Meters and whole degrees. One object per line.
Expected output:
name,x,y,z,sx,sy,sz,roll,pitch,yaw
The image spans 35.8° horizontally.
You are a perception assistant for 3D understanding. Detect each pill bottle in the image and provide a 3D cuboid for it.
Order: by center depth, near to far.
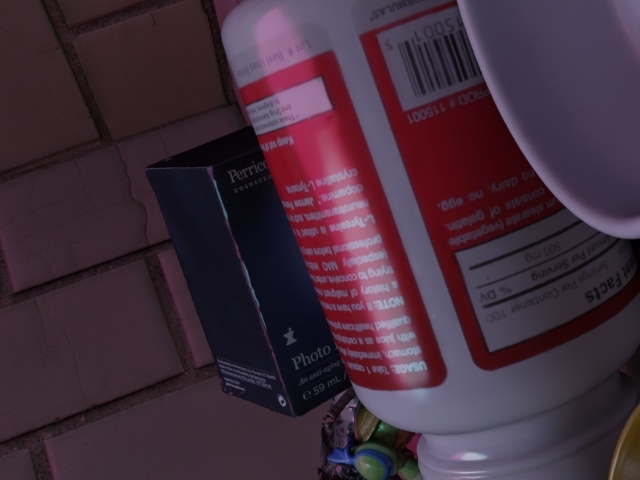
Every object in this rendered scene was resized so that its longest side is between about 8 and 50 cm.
pill bottle,0.100,-0.009,0.728,0.229,0.229,0.407,-149,38,-80

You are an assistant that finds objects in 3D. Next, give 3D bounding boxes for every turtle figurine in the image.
turtle figurine,0.159,0.210,1.251,0.197,0.275,0.266,63,-153,-29

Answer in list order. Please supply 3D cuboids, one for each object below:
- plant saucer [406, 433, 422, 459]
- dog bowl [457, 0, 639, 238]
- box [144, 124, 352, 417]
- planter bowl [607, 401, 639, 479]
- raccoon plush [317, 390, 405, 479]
plant saucer,0.171,0.301,1.731,0.332,0.084,0.332,161,90,-84
dog bowl,0.152,-0.140,0.475,0.265,0.104,0.264,161,90,-84
box,0.000,0.000,1.154,0.183,0.296,0.294,3,115,57
planter bowl,0.251,0.184,0.552,0.217,0.090,0.217,-179,90,-77
raccoon plush,0.148,0.402,1.474,0.216,0.299,0.446,-117,33,-45
